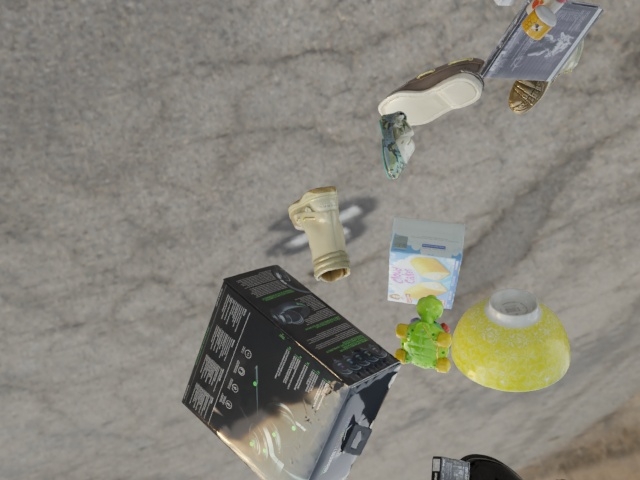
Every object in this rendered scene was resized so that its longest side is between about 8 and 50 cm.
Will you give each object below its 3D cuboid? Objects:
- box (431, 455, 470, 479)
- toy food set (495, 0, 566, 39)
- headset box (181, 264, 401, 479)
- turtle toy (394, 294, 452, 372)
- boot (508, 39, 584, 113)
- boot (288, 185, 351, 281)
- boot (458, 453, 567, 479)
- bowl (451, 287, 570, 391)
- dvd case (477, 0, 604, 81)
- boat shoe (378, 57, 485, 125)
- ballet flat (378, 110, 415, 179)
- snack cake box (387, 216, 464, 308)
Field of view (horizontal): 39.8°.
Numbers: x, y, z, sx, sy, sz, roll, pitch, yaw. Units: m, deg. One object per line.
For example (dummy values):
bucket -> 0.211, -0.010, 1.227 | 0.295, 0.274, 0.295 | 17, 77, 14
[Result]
box -> 0.189, 0.362, 1.294 | 0.067, 0.083, 0.018 | 20, 157, -39
toy food set -> 0.310, -0.426, 1.345 | 0.111, 0.232, 0.104 | -13, 155, -44
headset box -> -0.044, 0.219, 1.327 | 0.131, 0.283, 0.246 | -15, 133, -50
turtle toy -> 0.174, 0.152, 1.442 | 0.095, 0.130, 0.066 | 11, -152, 21
boot -> 0.551, -0.406, 2.143 | 0.165, 0.077, 0.213 | -25, 149, -52
boot -> 0.000, 0.000, 2.054 | 0.095, 0.204, 0.262 | -9, 171, -17
boot -> 0.424, 0.539, 1.802 | 0.131, 0.348, 0.260 | -46, 157, -18
bowl -> 0.457, 0.209, 2.117 | 0.289, 0.289, 0.156 | -14, 123, -16
dvd case -> 0.394, -0.356, 1.574 | 0.221, 0.018, 0.164 | -7, 140, -42
boat shoe -> 0.288, -0.385, 2.281 | 0.116, 0.097, 0.324 | 42, 146, -28
ballet flat -> 0.147, -0.188, 1.676 | 0.070, 0.188, 0.070 | -1, 132, -1
snack cake box -> 0.226, 0.053, 1.940 | 0.152, 0.089, 0.264 | 6, 154, 7
